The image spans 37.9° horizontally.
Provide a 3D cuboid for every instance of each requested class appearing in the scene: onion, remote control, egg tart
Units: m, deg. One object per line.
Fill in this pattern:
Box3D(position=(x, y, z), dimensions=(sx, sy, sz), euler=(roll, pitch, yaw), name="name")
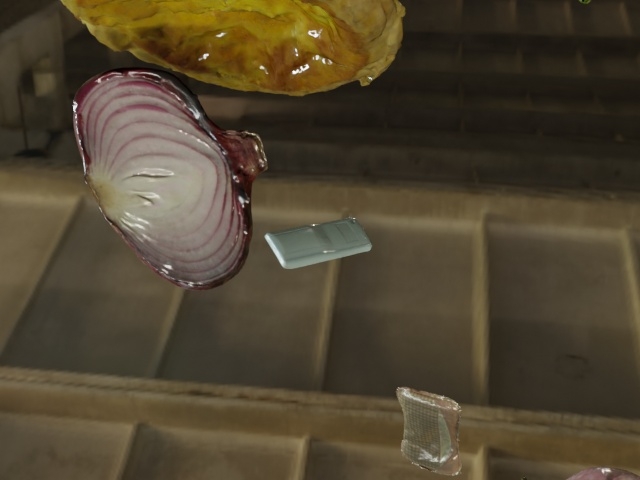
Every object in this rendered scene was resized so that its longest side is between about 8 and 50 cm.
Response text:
Box3D(position=(-0.128, -0.056, 0.825), dimensions=(0.151, 0.206, 0.098), euler=(-23, -176, -14), name="onion")
Box3D(position=(0.000, 0.000, 1.338), dimensions=(0.162, 0.029, 0.061), euler=(-13, -121, -35), name="remote control")
Box3D(position=(-0.081, -0.236, 0.827), dimensions=(0.341, 0.129, 0.341), euler=(9, 172, 1), name="egg tart")

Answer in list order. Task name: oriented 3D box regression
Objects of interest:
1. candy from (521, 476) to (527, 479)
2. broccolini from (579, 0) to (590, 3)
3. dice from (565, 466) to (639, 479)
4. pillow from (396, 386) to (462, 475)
Box3D(position=(0.401, 0.534, 1.588), dimensions=(0.081, 0.187, 0.297), euler=(-28, -173, 14), name="candy")
Box3D(position=(0.174, -0.216, 0.718), dimensions=(0.035, 0.030, 0.140), euler=(-39, -142, 5), name="broccolini")
Box3D(position=(0.210, 0.229, 0.683), dimensions=(0.091, 0.094, 0.093), euler=(41, -138, -3), name="dice")
Box3D(position=(0.217, 0.377, 1.831), dimensions=(0.135, 0.211, 0.034), euler=(10, -143, 25), name="pillow")
